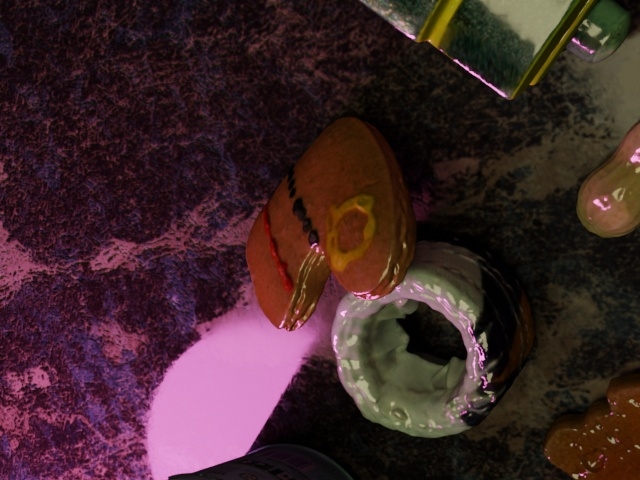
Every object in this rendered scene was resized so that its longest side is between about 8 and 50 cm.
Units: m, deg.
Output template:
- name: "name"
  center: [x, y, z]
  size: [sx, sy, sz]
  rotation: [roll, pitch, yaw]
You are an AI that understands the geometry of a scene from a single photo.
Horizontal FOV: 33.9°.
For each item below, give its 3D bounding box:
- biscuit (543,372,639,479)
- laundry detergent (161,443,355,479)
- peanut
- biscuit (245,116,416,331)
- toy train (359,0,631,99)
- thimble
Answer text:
- name: "biscuit"
  center: [0.406, 0.292, 1.223]
  size: [0.278, 0.043, 0.301]
  rotation: [-10, 106, 36]
- name: "laundry detergent"
  center: [-0.110, 0.429, 1.365]
  size: [0.287, 0.305, 0.287]
  rotation: [0, 90, 28]
- name: "peanut"
  center: [0.336, -0.074, 1.100]
  size: [0.082, 0.082, 0.187]
  rotation: [41, 124, 9]
- name: "biscuit"
  center: [-0.002, -0.001, 1.236]
  size: [0.052, 0.262, 0.277]
  rotation: [19, 130, -30]
- name: "toy train"
  center: [0.100, -0.310, 1.027]
  size: [0.442, 0.272, 0.179]
  rotation: [39, 120, 10]
- name: "thimble"
  center: [0.127, 0.117, 1.250]
  size: [0.237, 0.150, 0.237]
  rotation: [11, 115, 24]
